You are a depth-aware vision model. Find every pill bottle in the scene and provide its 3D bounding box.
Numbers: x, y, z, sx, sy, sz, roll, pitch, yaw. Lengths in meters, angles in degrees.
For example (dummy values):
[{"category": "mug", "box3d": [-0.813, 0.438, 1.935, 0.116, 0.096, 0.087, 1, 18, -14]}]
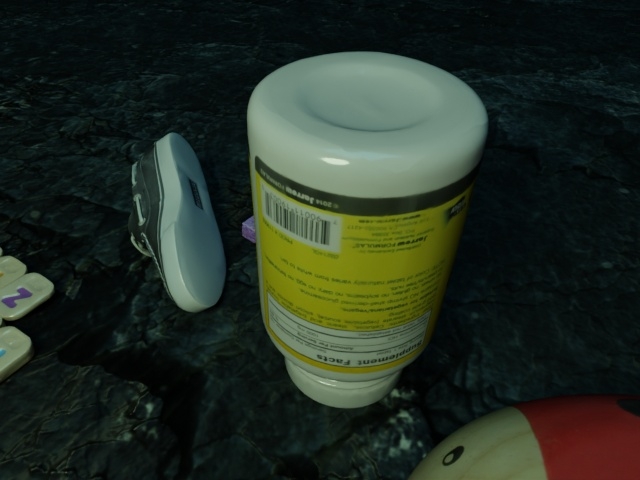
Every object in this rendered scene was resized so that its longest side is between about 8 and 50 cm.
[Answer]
[{"category": "pill bottle", "box3d": [0.032, 0.012, 0.503, 0.188, 0.334, 0.188, 1, 42, -1]}]

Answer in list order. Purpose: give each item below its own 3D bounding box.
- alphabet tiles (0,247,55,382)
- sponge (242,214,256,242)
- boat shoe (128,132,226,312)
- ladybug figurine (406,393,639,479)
[{"category": "alphabet tiles", "box3d": [-0.478, 0.107, 0.611, 0.284, 0.021, 0.278, 25, 46, 23]}, {"category": "sponge", "box3d": [0.000, 0.000, 0.743, 0.210, 0.031, 0.117, 30, 48, 27]}, {"category": "boat shoe", "box3d": [-0.211, -0.021, 0.714, 0.102, 0.108, 0.301, -29, 56, 13]}, {"category": "ladybug figurine", "box3d": [0.280, 0.242, 0.385, 0.449, 0.162, 0.305, 4, 41, 2]}]
